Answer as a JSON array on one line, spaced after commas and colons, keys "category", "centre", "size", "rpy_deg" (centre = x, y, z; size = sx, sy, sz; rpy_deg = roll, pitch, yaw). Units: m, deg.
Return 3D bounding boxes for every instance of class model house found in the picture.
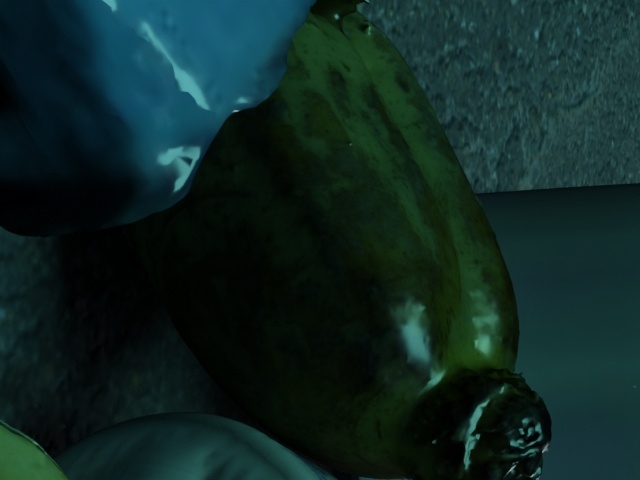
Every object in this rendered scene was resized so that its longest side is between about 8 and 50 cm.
[{"category": "model house", "centre": [-0.126, -0.178, 0.580], "size": [0.237, 0.215, 0.303], "rpy_deg": [-59, 136, -39]}]

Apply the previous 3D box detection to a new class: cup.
[{"category": "cup", "centre": [0.188, 0.092, 0.964], "size": [0.253, 0.371, 0.253], "rpy_deg": [-4, 90, -83]}]

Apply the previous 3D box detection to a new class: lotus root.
[{"category": "lotus root", "centre": [0.000, 0.000, 0.795], "size": [0.173, 0.173, 0.309], "rpy_deg": [30, 29, -58]}]

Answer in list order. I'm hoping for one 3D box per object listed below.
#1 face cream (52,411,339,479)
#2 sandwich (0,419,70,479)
[{"category": "face cream", "centre": [-0.061, 0.180, 0.721], "size": [0.111, 0.206, 0.206], "rpy_deg": [40, 58, -50]}, {"category": "sandwich", "centre": [-0.147, 0.154, 0.551], "size": [0.087, 0.226, 0.251], "rpy_deg": [-74, 152, -42]}]
